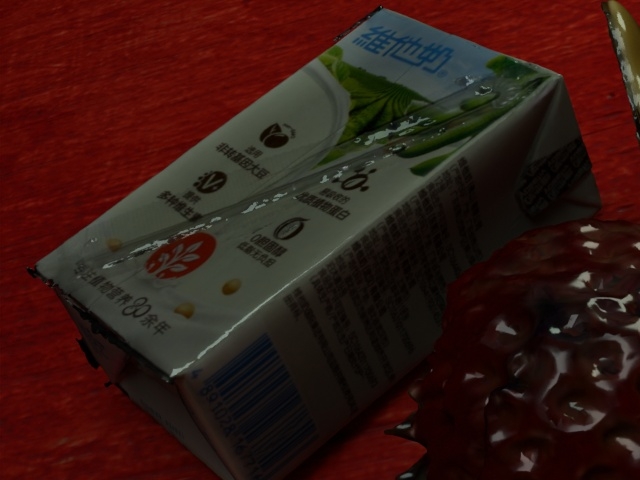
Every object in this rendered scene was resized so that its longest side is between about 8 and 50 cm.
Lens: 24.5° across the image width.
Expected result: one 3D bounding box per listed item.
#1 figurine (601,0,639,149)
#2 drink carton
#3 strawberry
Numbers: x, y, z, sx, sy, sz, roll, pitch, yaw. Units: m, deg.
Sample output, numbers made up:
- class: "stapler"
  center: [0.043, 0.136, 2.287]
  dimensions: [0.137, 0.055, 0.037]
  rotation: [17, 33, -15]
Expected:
- class: "figurine"
  center: [0.314, -0.116, 0.899]
  dimensions: [0.257, 0.208, 0.181]
  rotation: [-15, 84, 12]
- class: "drink carton"
  center: [-0.001, 0.000, 0.982]
  dimensions: [0.324, 0.132, 0.194]
  rotation: [-39, 40, -17]
- class: "strawberry"
  center: [0.173, 0.081, 0.783]
  dimensions: [0.280, 0.150, 0.253]
  rotation: [15, 52, 42]
